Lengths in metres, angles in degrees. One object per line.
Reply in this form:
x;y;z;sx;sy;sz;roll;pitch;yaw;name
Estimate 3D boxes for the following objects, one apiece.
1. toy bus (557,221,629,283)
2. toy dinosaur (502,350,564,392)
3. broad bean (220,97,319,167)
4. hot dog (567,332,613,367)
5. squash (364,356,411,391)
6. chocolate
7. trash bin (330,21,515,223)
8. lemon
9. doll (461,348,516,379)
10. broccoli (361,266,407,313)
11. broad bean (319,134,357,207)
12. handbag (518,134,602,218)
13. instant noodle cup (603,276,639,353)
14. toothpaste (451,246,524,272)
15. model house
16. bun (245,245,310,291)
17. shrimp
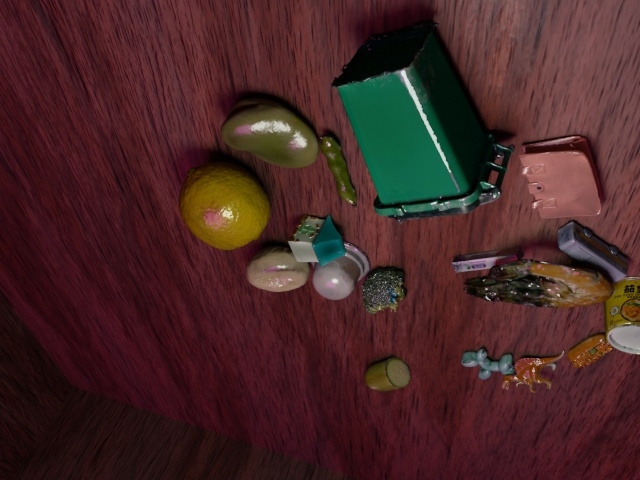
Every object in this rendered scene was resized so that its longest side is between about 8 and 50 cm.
0.686;0.032;1.642;0.191;0.075;0.064;31;144;-10;toy bus
0.690;0.414;2.118;0.142;0.057;0.212;18;113;8;toy dinosaur
-0.124;-0.280;1.700;0.263;0.121;0.189;21;141;-21;broad bean
0.813;0.336;1.963;0.072;0.055;0.188;25;143;-3;hot dog
0.236;0.515;2.460;0.123;0.123;0.187;39;140;-19;squash
0.045;0.115;2.049;0.221;0.147;0.221;14;147;10;chocolate
0.221;-0.247;1.414;0.295;0.259;0.381;-5;132;34;trash bin
-0.276;-0.100;1.882;0.267;0.267;0.267;15;143;12;lemon
0.578;0.418;2.194;0.159;0.059;0.158;36;143;-12;doll
0.210;0.161;2.046;0.160;0.167;0.154;12;-174;-29;broccoli
0.050;-0.187;1.751;0.052;0.052;0.256;-25;133;0;broad bean
0.559;-0.139;1.515;0.157;0.059;0.212;-5;136;33;handbag
0.833;0.207;1.717;0.182;0.144;0.182;15;143;12;instant noodle cup
0.466;0.054;1.823;0.196;0.047;0.040;-11;117;38;toothpaste
0.000;0.000;1.946;0.149;0.127;0.100;8;141;26;model house
-0.139;0.082;2.140;0.223;0.127;0.222;-2;153;-1;bun
0.552;0.117;1.758;0.272;0.085;0.445;28;159;-34;shrimp
